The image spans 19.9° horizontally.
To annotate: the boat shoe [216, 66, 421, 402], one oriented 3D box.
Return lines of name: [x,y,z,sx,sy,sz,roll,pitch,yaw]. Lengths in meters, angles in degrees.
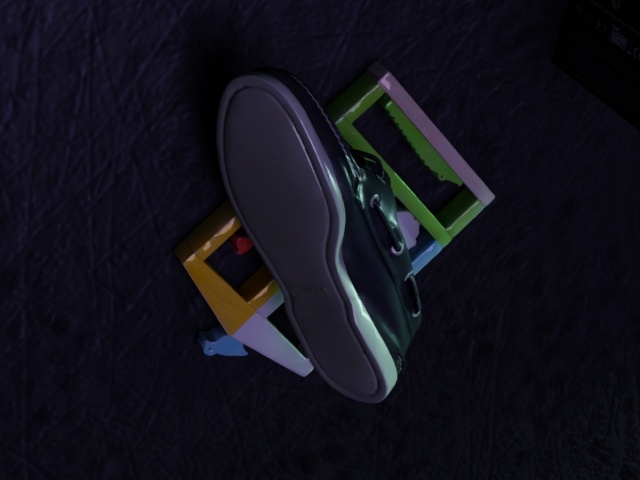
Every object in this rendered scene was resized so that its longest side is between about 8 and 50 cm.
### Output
boat shoe: [0.016,-0.020,1.565,0.113,0.127,0.340,-46,125,-34]

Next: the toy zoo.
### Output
toy zoo: [0.000,0.000,1.654,0.293,0.030,0.192,-43,127,1]

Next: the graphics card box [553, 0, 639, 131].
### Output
graphics card box: [0.334,-0.271,1.540,0.094,0.233,0.371,1,116,-28]
